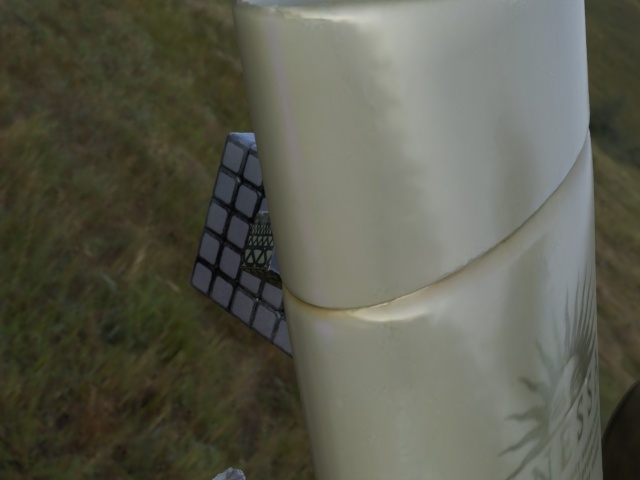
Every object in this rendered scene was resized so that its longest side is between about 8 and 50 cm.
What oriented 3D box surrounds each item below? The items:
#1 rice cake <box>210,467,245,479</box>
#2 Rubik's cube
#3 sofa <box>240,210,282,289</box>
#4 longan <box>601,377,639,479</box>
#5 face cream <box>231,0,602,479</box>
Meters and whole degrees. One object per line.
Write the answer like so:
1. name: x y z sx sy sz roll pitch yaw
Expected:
1. rice cake: -0.065 0.326 1.242 0.056 0.072 0.365 62 -11 -19
2. Rubik's cube: 0.000 0.000 1.616 0.237 0.238 0.237 33 26 35
3. sofa: -0.015 0.020 1.104 0.039 0.060 0.118 5 -17 44
4. longan: 0.278 0.175 0.797 0.198 0.198 0.212 33 14 -46
5. face cream: 0.053 0.051 0.437 0.081 0.348 0.173 9 33 29
